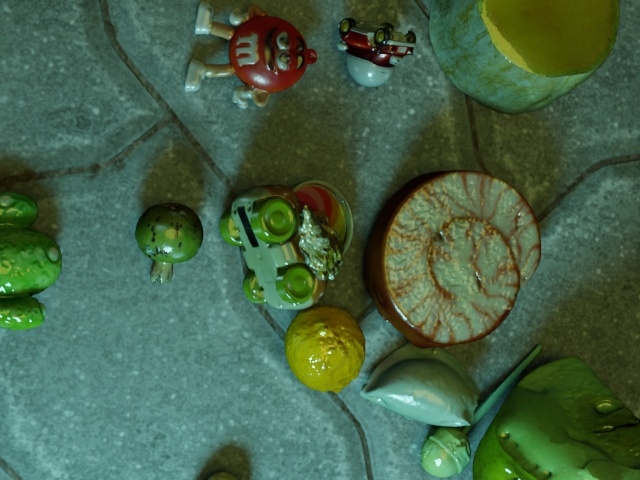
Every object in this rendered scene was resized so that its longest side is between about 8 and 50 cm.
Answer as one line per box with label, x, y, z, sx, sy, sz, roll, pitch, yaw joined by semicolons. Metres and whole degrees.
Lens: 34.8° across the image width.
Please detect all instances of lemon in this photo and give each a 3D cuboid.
lemon;0.009;0.189;1.758;0.142;0.142;0.187;-23;141;-15

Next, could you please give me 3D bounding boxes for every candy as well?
candy;0.308;0.309;1.902;0.093;0.092;0.335;44;70;6

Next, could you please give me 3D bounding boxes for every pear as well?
pear;0.420;0.402;1.802;0.318;0.342;0.238;-11;126;-20

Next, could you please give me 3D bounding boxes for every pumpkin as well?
pumpkin;0.386;-0.399;1.837;0.332;0.199;0.332;-1;93;-20

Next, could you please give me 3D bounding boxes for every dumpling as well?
dumpling;0.180;0.264;1.848;0.217;0.149;0.105;10;120;-2

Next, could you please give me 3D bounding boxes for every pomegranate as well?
pomegranate;-0.253;0.006;1.698;0.114;0.114;0.142;7;113;-18

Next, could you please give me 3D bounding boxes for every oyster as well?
oyster;0.000;0.000;1.686;0.045;0.121;0.146;-15;101;20

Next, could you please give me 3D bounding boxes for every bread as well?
bread;0.233;0.026;1.839;0.295;0.114;0.327;43;79;-14

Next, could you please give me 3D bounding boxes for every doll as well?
doll;-0.113;-0.313;1.739;0.217;0.085;0.183;9;88;-8

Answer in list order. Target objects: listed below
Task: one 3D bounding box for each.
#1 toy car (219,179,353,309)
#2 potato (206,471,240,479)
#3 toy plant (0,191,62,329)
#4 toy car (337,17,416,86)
toy car;-0.034;-0.005;1.756;0.235;0.145;0.235;3;85;-33
potato;-0.182;0.480;1.743;0.107;0.080;0.170;31;81;-29
toy plant;-0.553;0.057;1.574;0.316;0.184;0.224;-21;79;-26
toy car;0.095;-0.324;1.784;0.112;0.139;0.112;-2;112;-38
